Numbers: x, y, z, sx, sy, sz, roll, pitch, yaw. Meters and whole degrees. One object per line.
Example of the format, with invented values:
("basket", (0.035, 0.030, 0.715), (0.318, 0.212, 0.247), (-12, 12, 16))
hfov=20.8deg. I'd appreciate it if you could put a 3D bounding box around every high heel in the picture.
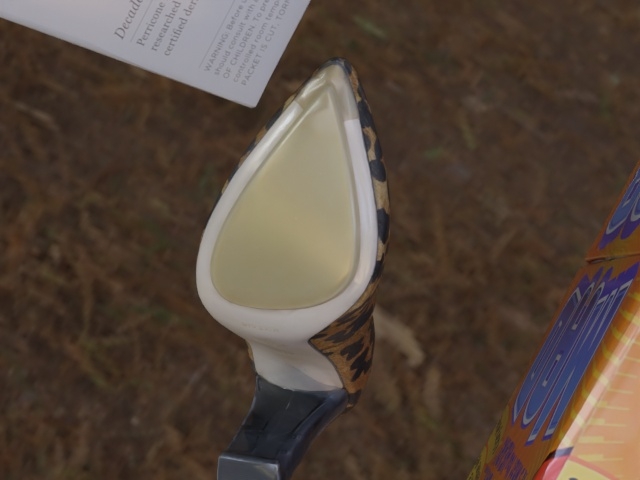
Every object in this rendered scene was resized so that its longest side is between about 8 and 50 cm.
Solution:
("high heel", (0.000, 0.000, 0.955), (0.093, 0.261, 0.186), (16, 27, 9))

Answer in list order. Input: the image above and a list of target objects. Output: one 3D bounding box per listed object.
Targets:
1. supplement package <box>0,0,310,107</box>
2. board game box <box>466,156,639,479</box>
("supplement package", (-0.135, -0.205, 0.706), (0.293, 0.175, 0.177), (18, 22, -30))
("board game box", (0.319, 0.093, 0.963), (0.356, 0.356, 0.356), (29, 0, 3))
